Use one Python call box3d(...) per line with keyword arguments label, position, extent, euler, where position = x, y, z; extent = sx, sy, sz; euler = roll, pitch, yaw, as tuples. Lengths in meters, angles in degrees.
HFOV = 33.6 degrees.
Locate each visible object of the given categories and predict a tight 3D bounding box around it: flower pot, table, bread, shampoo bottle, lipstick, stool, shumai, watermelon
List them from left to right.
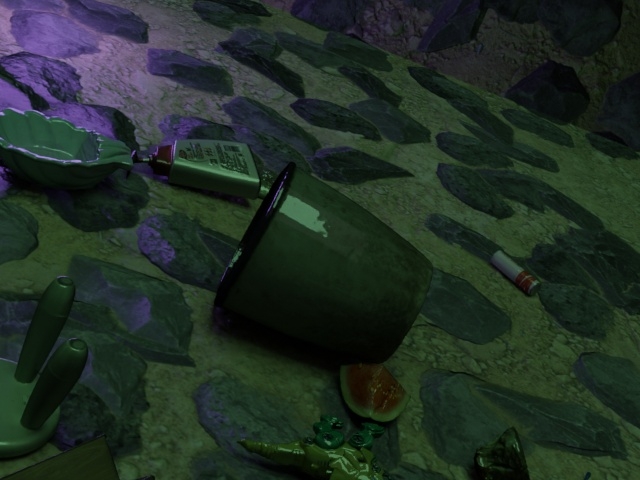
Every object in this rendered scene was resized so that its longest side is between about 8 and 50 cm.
box3d(label="stool", position=(-0.433, 0.167, 1.458), extent=(0.195, 0.199, 0.195), euler=(10, 33, -27))
box3d(label="table", position=(-0.310, 0.320, 1.212), extent=(0.167, 0.167, 0.226), euler=(38, 31, 25))
box3d(label="shampoo bottle", position=(-0.279, -0.159, 2.276), extent=(0.284, 0.071, 0.153), euler=(2, 44, -20))
box3d(label="bread", position=(-0.129, -0.134, 2.392), extent=(0.192, 0.036, 0.112), euler=(22, 29, -3))
box3d(label="flower pot", position=(0.012, 0.062, 1.916), extent=(0.330, 0.294, 0.294), euler=(30, 27, -5))
box3d(label="watermelon", position=(0.085, 0.248, 1.833), extent=(0.135, 0.094, 0.125), euler=(36, 36, 28))
box3d(label="shumai", position=(0.306, 0.379, 1.804), extent=(0.087, 0.124, 0.099), euler=(-16, 55, 6))
box3d(label="lipstick", position=(0.457, 0.076, 2.481), extent=(0.038, 0.038, 0.130), euler=(-8, 42, -46))

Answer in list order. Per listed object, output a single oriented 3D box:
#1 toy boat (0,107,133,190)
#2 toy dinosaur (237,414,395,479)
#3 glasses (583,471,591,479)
box3d(label="toy boat", position=(-0.518, -0.170, 2.080), extent=(0.290, 0.100, 0.199), euler=(8, 32, -27))
box3d(label="toy dinosaur", position=(0.003, 0.333, 1.637), extent=(0.259, 0.094, 0.153), euler=(18, 23, 7))
box3d(label="glasses", position=(0.515, 0.492, 1.809), extent=(0.189, 0.088, 0.220), euler=(25, 8, 2))
